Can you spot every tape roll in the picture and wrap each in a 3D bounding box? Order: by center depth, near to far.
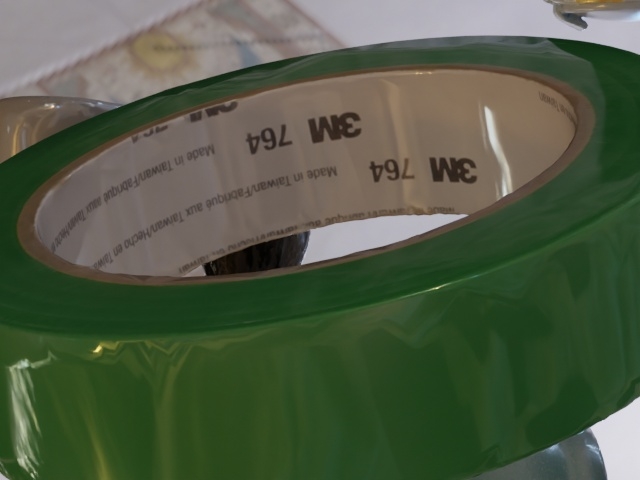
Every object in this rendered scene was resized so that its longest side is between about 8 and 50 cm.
[{"bbox_3d":[0.000,0.000,0.725,0.321,0.321,0.077,-31,-62,-40],"label":"tape roll"}]

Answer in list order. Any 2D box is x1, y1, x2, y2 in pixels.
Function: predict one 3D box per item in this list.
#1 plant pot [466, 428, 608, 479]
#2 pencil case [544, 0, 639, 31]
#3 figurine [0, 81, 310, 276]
[{"bbox_3d":[0.031,0.216,1.170,0.293,0.196,0.293,-53,25,38],"label":"plant pot"},{"bbox_3d":[0.181,-0.261,1.007,0.124,0.273,0.113,-7,7,-11],"label":"pencil case"},{"bbox_3d":[-0.101,0.024,0.966,0.092,0.215,0.209,3,-93,-57],"label":"figurine"}]
